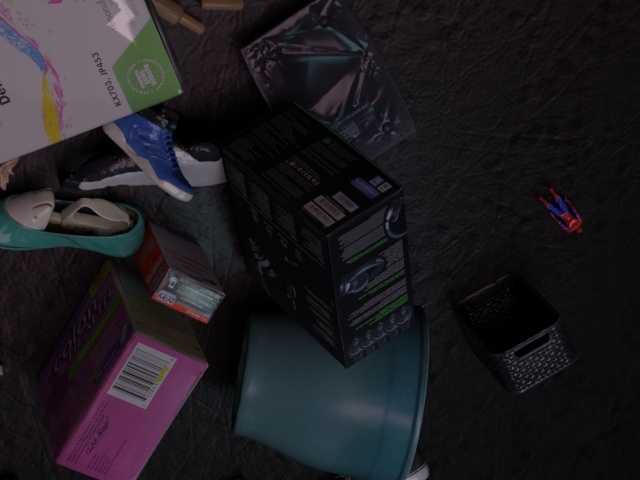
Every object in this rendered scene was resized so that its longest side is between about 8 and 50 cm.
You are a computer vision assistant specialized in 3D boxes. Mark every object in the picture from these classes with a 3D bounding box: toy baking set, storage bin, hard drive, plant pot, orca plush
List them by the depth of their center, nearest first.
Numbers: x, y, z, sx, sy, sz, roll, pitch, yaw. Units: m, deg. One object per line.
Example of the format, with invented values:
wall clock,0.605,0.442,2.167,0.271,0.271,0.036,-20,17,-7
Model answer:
toy baking set,-0.197,-0.394,1.831,0.256,0.030,0.197,23,101,-25
orca plush,-0.222,-0.128,1.923,0.287,0.102,0.151,-12,161,-3
hard drive,0.010,-0.215,1.958,0.172,0.054,0.255,-34,119,-2
plant pot,0.005,0.213,2.038,0.255,0.271,0.272,8,110,-6
storage bin,0.297,0.141,2.135,0.122,0.180,0.084,-29,118,-4

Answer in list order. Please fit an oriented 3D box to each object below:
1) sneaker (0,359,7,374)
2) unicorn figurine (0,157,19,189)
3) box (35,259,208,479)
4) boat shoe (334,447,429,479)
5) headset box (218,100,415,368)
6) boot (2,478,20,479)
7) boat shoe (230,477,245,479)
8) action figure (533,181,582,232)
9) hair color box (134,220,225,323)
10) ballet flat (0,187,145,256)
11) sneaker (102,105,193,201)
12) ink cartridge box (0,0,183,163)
sneaker,-0.478,0.119,1.922,0.153,0.094,0.235,32,100,-28
unicorn figurine,-0.466,-0.142,1.839,0.162,0.060,0.111,34,90,-41
box,-0.281,0.181,1.927,0.117,0.243,0.213,27,103,-26
boat shoe,0.062,0.392,2.230,0.228,0.080,0.076,-25,101,-3
headset box,0.000,0.000,1.893,0.131,0.246,0.283,-31,139,-21
boot,-0.558,0.433,2.043,0.161,0.083,0.246,30,99,-21
boat shoe,-0.170,0.407,2.173,0.125,0.046,0.038,-17,117,-14
action figure,0.376,-0.047,2.166,0.038,0.030,0.115,-41,123,8
hair color box,-0.200,0.043,1.937,0.093,0.167,0.053,27,102,-26
ballet flat,-0.355,-0.033,1.898,0.247,0.083,0.087,7,134,-26
sneaker,-0.204,-0.127,1.809,0.152,0.058,0.084,45,96,6
ink cartridge box,-0.371,-0.221,1.707,0.353,0.119,0.207,-21,120,2
